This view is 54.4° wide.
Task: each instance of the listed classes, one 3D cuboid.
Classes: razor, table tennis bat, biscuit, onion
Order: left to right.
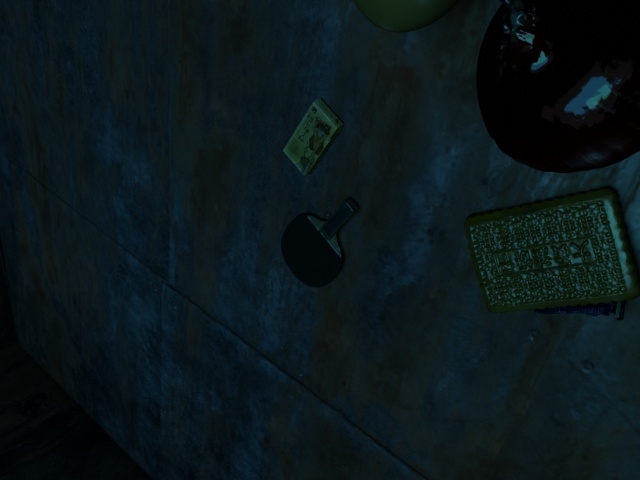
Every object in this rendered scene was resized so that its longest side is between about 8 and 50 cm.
[{"bbox_3d":[0.000,0.000,1.290,0.154,0.021,0.274,51,138,9],"label":"table tennis bat"},{"bbox_3d":[0.343,0.022,0.962,0.255,0.029,0.172,-13,94,46],"label":"biscuit"},{"bbox_3d":[0.285,-0.218,0.735,0.273,0.285,0.272,-26,57,47],"label":"onion"},{"bbox_3d":[0.397,0.105,0.969,0.028,0.044,0.155,32,155,-35],"label":"razor"}]

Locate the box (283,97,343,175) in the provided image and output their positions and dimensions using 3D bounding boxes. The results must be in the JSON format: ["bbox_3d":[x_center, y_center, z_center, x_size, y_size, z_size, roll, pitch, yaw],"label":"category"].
[{"bbox_3d":[-0.016,-0.197,1.201,0.073,0.020,0.149,50,135,12],"label":"box"}]

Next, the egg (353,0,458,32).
[{"bbox_3d":[0.124,-0.399,0.840,0.201,0.201,0.244,39,144,22],"label":"egg"}]
